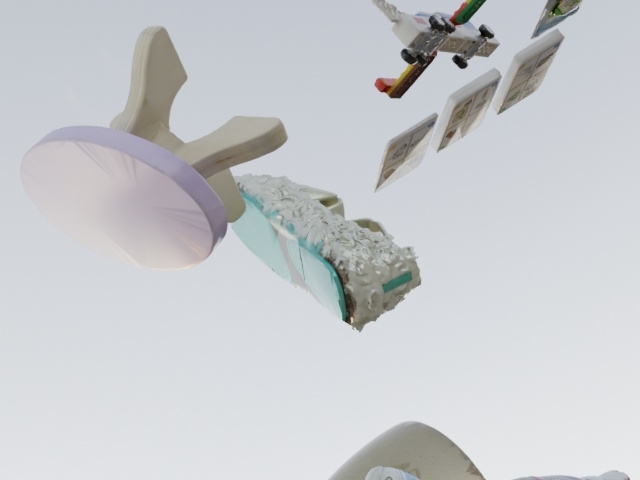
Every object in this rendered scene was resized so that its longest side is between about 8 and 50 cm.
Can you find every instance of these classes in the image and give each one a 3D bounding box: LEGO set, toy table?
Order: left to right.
[{"bbox_3d":[-0.180,-0.086,1.083,0.161,0.274,0.252,-51,-35,-35],"label":"toy table"},{"bbox_3d":[0.111,-0.148,0.714,0.182,0.060,0.244,-33,-17,-17],"label":"LEGO set"}]

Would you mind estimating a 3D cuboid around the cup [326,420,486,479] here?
[{"bbox_3d":[0.083,0.446,1.356,0.237,0.331,0.331,-18,-41,-28],"label":"cup"}]

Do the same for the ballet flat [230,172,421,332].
[{"bbox_3d":[0.000,0.000,1.311,0.147,0.409,0.147,-11,-64,-25],"label":"ballet flat"}]

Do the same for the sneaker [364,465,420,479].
[{"bbox_3d":[0.078,0.331,1.062,0.086,0.237,0.085,12,-61,4],"label":"sneaker"}]

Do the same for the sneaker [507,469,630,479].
[{"bbox_3d":[0.176,0.228,0.652,0.111,0.252,0.103,4,-84,-5],"label":"sneaker"}]
